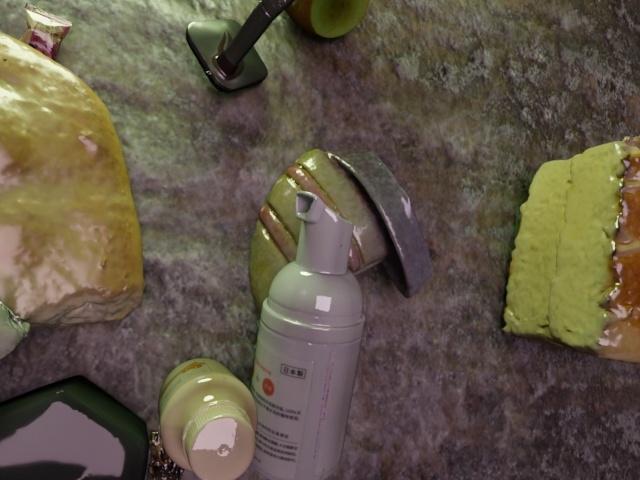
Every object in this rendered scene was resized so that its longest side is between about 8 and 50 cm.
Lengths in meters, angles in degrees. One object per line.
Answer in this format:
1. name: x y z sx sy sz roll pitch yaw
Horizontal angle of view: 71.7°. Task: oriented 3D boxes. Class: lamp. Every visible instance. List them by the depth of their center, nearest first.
1. lamp: -0.087 -0.373 0.630 0.203 0.283 0.124 57 31 -4

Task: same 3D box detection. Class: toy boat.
1. toy boat: 0.021 -0.024 0.712 0.293 0.111 0.276 -9 80 -11

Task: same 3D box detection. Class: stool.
1. stool: -0.321 0.283 0.524 0.232 0.141 0.232 3 82 -20

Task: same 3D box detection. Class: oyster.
1. oyster: -0.215 0.310 0.625 0.054 0.019 0.083 0 84 -21

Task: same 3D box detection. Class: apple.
1. apple: 0.004 -0.426 0.724 0.146 0.147 0.163 -30 96 -20

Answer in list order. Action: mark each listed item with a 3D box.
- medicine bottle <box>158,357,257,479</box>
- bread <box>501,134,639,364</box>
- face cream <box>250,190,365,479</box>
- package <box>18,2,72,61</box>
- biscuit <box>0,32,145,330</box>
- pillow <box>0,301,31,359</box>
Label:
1. medicine bottle: -0.137 0.216 0.541 0.114 0.252 0.114 3 83 -21
2. bread: 0.572 0.041 0.815 0.390 0.279 0.371 13 81 -19
3. face cream: -0.011 0.121 0.601 0.145 0.145 0.370 6 101 -20
4. package: -0.394 -0.282 0.622 0.059 0.029 0.083 19 89 -24
5. biscuit: -0.440 -0.063 0.519 0.429 0.104 0.446 -2 80 -26
6. pillow: -0.416 0.051 0.427 0.128 0.051 0.229 -45 105 -31
